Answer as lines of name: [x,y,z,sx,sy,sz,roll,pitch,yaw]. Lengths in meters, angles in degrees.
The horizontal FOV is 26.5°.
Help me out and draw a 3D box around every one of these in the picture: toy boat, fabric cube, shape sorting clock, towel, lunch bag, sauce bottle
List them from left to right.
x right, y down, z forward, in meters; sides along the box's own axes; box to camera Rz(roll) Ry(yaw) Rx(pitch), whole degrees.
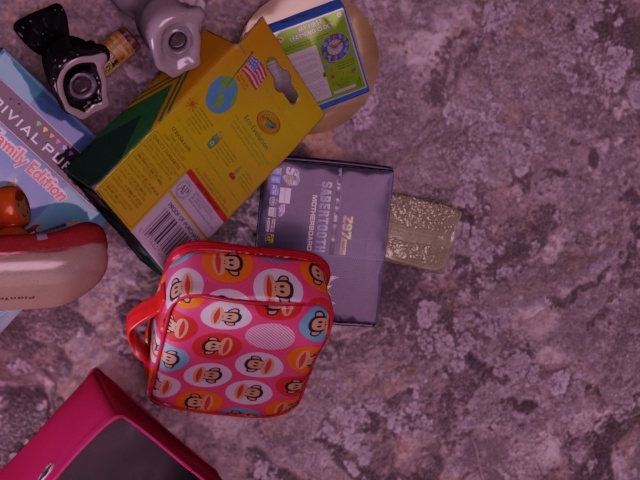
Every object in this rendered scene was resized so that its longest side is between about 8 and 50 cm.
toy boat: [-0.386,0.002,1.718,0.231,0.151,0.151,-3,70,-17]
sauce bottle: [-0.301,-0.233,1.827,0.128,0.042,0.042,-44,107,-8]
fabric cube: [-0.277,0.362,1.809,0.259,0.258,0.254,43,85,-18]
lunch bag: [-0.132,0.125,1.815,0.258,0.293,0.120,5,51,-15]
shape sorting clock: [-0.019,-0.251,1.910,0.206,0.040,0.206,-5,111,-13]
towel: [0.131,-0.014,1.998,0.148,0.027,0.110,12,94,-18]

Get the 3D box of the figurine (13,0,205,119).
figurine: [-0.275,-0.273,1.754,0.215,0.209,0.092,-26,132,-14]

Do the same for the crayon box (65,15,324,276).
crayon box: [-0.158,-0.129,1.798,0.318,0.081,0.202,-46,134,-14]

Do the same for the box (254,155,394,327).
box: [0.000,0.000,1.929,0.183,0.059,0.232,6,97,-8]

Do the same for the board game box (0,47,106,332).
board game box: [-0.442,-0.046,1.792,0.254,0.079,0.336,44,84,-18]
